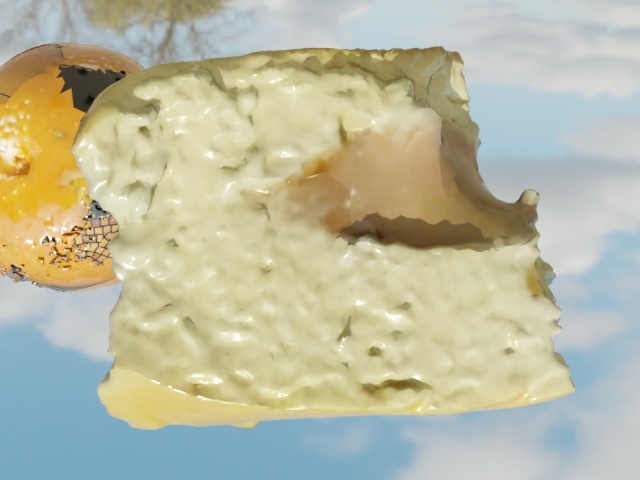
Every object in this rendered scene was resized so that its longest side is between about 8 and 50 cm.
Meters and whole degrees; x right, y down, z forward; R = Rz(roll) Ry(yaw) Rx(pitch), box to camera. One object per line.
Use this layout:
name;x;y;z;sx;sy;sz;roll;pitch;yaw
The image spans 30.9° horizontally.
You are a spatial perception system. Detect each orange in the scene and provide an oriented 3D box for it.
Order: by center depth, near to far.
orange;-0.231;-0.067;1.057;0.234;0.234;0.182;13;-175;25

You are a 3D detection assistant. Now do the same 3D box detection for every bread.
bread;-0.012;0.001;0.620;0.224;0.183;0.211;-6;-178;-10
